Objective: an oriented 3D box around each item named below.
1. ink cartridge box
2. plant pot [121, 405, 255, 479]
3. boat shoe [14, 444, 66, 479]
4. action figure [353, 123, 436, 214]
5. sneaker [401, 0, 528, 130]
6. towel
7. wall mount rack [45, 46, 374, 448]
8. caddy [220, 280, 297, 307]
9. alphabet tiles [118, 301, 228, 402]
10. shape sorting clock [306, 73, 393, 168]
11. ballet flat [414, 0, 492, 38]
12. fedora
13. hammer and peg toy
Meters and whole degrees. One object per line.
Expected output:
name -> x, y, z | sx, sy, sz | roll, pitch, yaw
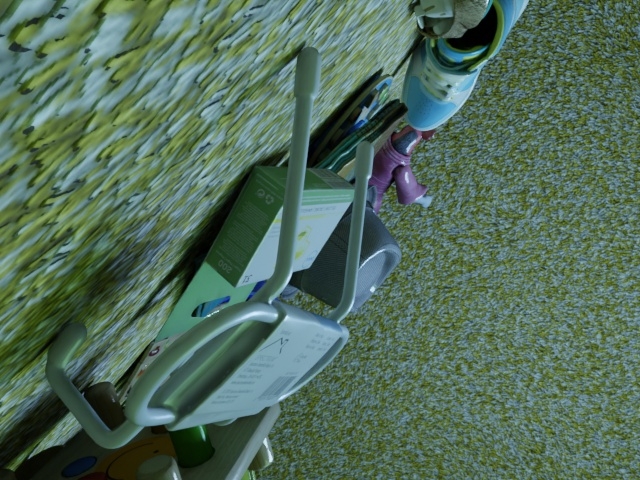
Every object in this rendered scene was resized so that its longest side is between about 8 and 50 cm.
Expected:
ink cartridge box -> -0.069, 0.025, 0.770 | 0.235, 0.056, 0.171 | -59, 160, 19
plant pot -> -0.334, 0.471, 1.158 | 0.366, 0.366, 0.353 | -49, 168, 4
boat shoe -> -0.358, 0.298, 0.852 | 0.135, 0.050, 0.045 | -39, -176, 5
action figure -> 0.104, -0.159, 1.521 | 0.276, 0.248, 0.370 | -11, 154, -42
sneaker -> 0.196, -0.280, 1.078 | 0.208, 0.127, 0.319 | -52, 172, -49
towel -> -0.045, -0.035, 0.963 | 0.370, 0.040, 0.271 | -42, 177, -23
wall mount rack -> -0.046, 0.031, 0.566 | 0.304, 0.130, 0.350 | -45, 162, 3
caddy -> -0.191, 0.260, 1.683 | 0.341, 0.241, 0.179 | -50, -174, 18
alphabet tiles -> -0.257, 0.201, 1.173 | 0.198, 0.009, 0.237 | -57, 167, 11
shape sorting clock -> 0.041, -0.161, 1.017 | 0.206, 0.040, 0.206 | -49, 180, 0
ballet flat -> 0.139, -0.257, 0.742 | 0.067, 0.073, 0.206 | -13, 180, 3
fedora -> 0.049, 0.034, 1.132 | 0.243, 0.124, 0.275 | -46, 165, -12
hammer and peg toy -> -0.214, 0.258, 0.674 | 0.266, 0.127, 0.361 | -10, -166, 19
